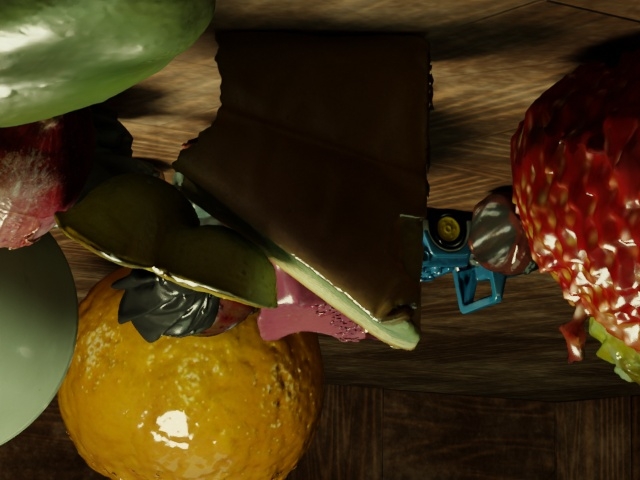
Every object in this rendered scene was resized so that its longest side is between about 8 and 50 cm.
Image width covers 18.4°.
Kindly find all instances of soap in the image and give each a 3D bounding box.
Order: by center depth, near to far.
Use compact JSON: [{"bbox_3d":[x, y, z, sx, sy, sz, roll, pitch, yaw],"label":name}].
[{"bbox_3d":[0.000,0.000,1.756,0.112,0.182,0.289,0,-173,0],"label":"soap"}]

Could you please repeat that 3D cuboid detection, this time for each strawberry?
[{"bbox_3d":[0.290,-0.002,1.427,0.292,0.292,0.343,9,164,-42],"label":"strawberry"}]

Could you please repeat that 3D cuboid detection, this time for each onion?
[{"bbox_3d":[-0.226,-0.080,1.397,0.159,0.159,0.195,6,160,-28],"label":"onion"}]

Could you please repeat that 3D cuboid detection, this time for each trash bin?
[{"bbox_3d":[-0.404,0.052,1.852,0.280,0.280,0.432,-1,167,10],"label":"trash bin"}]

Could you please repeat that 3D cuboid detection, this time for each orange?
[{"bbox_3d":[-0.158,0.156,2.420,0.341,0.293,0.340,4,-172,-1],"label":"orange"}]

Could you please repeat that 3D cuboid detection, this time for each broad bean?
[{"bbox_3d":[-0.163,-0.133,1.225,0.169,0.100,0.228,-1,171,-31],"label":"broad bean"}]

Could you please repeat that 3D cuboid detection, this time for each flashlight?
[{"bbox_3d":[0.264,-0.003,2.033,0.232,0.093,0.093,4,171,-37],"label":"flashlight"}]

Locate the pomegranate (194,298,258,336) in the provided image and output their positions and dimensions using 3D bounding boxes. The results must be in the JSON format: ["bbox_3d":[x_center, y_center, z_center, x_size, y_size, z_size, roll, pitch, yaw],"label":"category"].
[{"bbox_3d":[-0.132,0.031,2.220,0.129,0.129,0.159,-8,127,43],"label":"pomegranate"}]

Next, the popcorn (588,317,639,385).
[{"bbox_3d":[0.428,0.114,2.423,0.198,0.212,0.198,3,-156,-1],"label":"popcorn"}]

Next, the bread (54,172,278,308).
[{"bbox_3d":[-0.103,-0.001,1.406,0.149,0.065,0.188,26,-177,27],"label":"bread"}]

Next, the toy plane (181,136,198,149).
[{"bbox_3d":[-0.023,-0.092,1.574,0.189,0.061,0.130,2,173,21],"label":"toy plane"}]

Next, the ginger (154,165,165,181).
[{"bbox_3d":[-0.223,-0.042,1.922,0.133,0.059,0.214,-5,174,-15],"label":"ginger"}]

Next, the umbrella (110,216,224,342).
[{"bbox_3d":[-0.132,0.007,2.013,0.118,0.118,0.340,3,154,-15],"label":"umbrella"}]

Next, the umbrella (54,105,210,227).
[{"bbox_3d":[-0.229,-0.063,1.594,0.349,0.143,0.094,6,137,-33],"label":"umbrella"}]

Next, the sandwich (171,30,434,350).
[{"bbox_3d":[-0.013,-0.034,1.431,0.186,0.220,0.108,0,172,1],"label":"sandwich"}]

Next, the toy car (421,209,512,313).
[{"bbox_3d":[0.154,0.025,2.152,0.191,0.100,0.097,0,168,-24],"label":"toy car"}]
